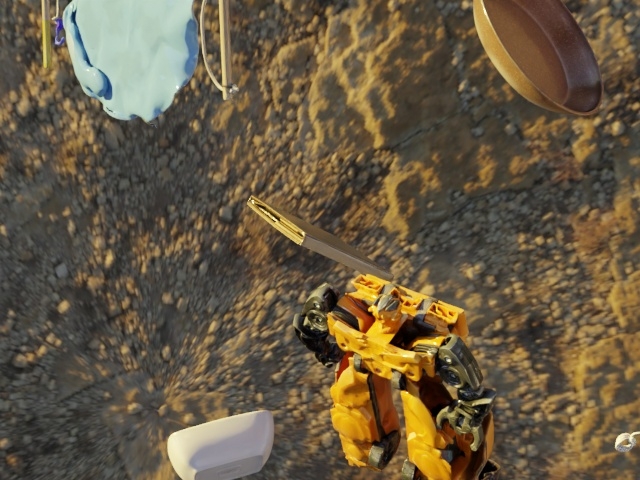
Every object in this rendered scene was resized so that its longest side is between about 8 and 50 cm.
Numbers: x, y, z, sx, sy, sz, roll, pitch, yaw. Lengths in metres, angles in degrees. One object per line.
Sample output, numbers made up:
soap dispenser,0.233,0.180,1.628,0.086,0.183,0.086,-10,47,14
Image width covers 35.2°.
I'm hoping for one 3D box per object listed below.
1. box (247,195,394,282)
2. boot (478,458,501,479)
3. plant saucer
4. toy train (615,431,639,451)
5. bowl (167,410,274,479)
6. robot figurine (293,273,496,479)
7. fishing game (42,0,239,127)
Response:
box,0.000,0.000,1.564,0.201,0.164,0.021,25,97,-40
boot,0.157,0.403,1.312,0.090,0.248,0.207,19,104,24
plant saucer,0.225,-0.211,1.076,0.199,0.036,0.198,26,47,-32
toy train,0.523,0.327,1.498,0.125,0.046,0.166,-44,117,15
bowl,-0.125,0.280,1.325,0.142,0.142,0.053,-13,65,-13
robot figurine,0.081,0.147,0.986,0.211,0.291,0.085,21,51,27
fishing game,-0.158,-0.192,0.860,0.041,0.264,0.189,-16,110,-45
